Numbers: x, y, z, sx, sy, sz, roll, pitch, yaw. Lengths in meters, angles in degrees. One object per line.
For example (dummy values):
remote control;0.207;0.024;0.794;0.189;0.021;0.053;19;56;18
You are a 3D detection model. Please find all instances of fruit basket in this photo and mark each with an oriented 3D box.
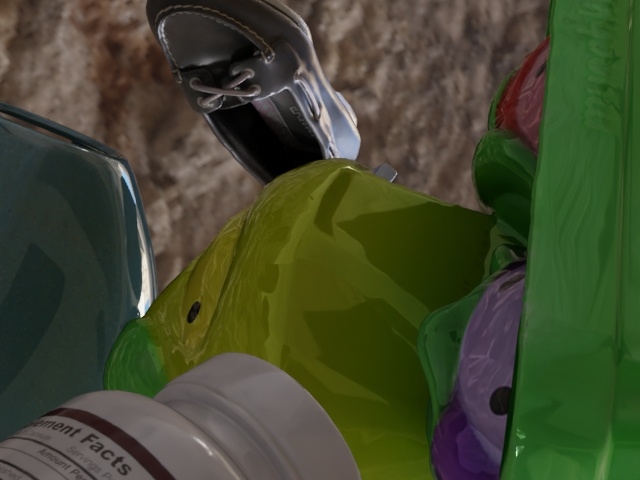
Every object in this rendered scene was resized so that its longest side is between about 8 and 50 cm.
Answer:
fruit basket;0.072;0.019;0.719;0.392;0.283;0.392;-1;-136;1

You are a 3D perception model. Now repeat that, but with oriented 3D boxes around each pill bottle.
pill bottle;-0.062;0.089;0.371;0.086;0.086;0.152;21;-141;40

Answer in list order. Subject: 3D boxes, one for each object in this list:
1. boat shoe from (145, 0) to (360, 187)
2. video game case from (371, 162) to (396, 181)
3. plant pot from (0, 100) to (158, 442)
boat shoe;-0.047;-0.118;1.376;0.112;0.335;0.096;-8;-114;21
video game case;0.000;0.000;1.970;0.212;0.023;0.193;-51;-173;-11
plant pot;-0.229;0.009;1.096;0.290;0.290;0.195;27;-84;43
